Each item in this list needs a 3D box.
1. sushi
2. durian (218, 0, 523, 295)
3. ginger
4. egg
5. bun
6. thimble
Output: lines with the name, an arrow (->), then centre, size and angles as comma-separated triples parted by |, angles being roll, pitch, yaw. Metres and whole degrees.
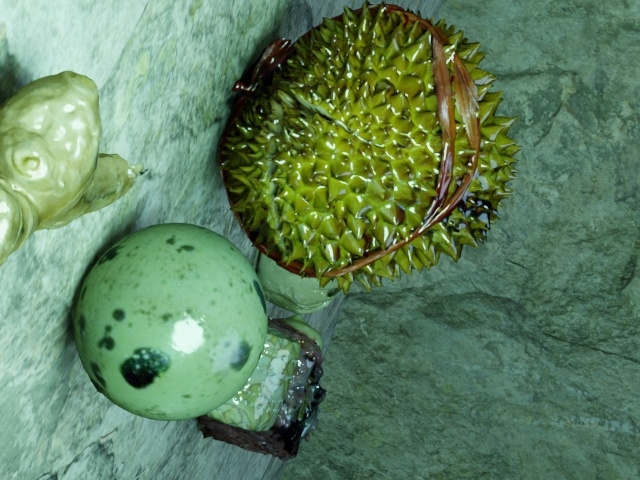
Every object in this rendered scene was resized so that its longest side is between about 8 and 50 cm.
sushi -> -0.079, 0.227, 2.235 | 0.270, 0.171, 0.236 | 85, 28, -65
durian -> 0.051, -0.098, 1.550 | 0.384, 0.348, 0.347 | -43, 155, -66
ginger -> -0.188, -0.041, 0.931 | 0.334, 0.081, 0.148 | -16, 128, -89
egg -> -0.135, 0.068, 1.285 | 0.228, 0.177, 0.177 | -78, -173, -68
bun -> 0.000, 0.000, 2.215 | 0.259, 0.152, 0.259 | 24, 90, -81
thimble -> -0.113, 0.191, 2.023 | 0.190, 0.137, 0.143 | -161, -89, -82
